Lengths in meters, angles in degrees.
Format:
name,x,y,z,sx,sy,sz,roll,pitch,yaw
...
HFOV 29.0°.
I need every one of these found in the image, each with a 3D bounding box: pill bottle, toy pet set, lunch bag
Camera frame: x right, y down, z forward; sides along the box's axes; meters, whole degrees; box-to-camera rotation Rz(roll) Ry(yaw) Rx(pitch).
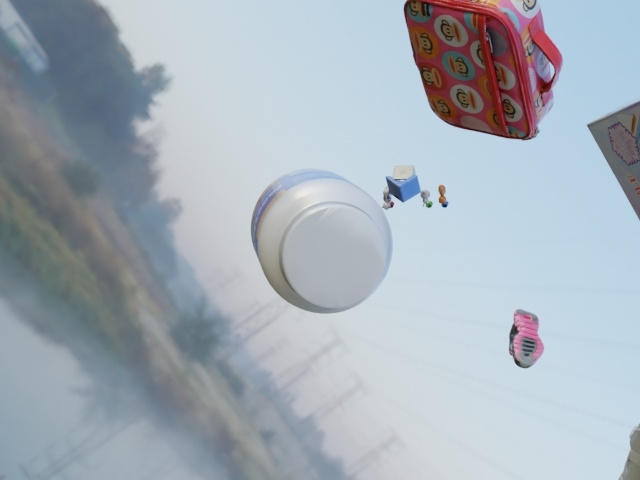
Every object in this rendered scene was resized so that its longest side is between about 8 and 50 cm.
name,x,y,z,sx,sy,sz,roll,pitch,yaw
pill bottle,0.000,0.000,1.419,0.152,0.152,0.272,55,-1,-9
toy pet set,0.172,-0.083,2.338,0.114,0.122,0.065,73,22,-43
lunch bag,0.287,-0.308,2.080,0.258,0.120,0.293,18,-34,35

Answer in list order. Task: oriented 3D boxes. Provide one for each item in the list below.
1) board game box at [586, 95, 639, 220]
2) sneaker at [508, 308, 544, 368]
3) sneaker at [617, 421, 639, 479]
name,x,y,z,sx,sy,sz,roll,pitch,yaw
board game box,0.495,-0.051,1.510,0.319,0.066,0.318,61,-16,-2
sneaker,0.289,0.152,1.774,0.047,0.057,0.119,22,32,-3
sneaker,0.394,0.258,1.400,0.281,0.105,0.115,109,-17,-45
